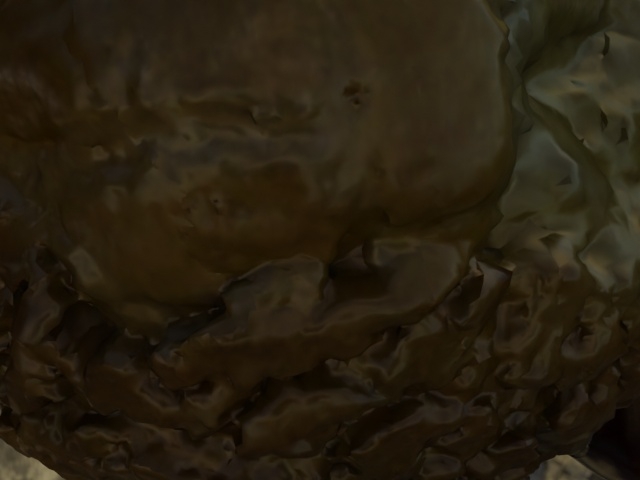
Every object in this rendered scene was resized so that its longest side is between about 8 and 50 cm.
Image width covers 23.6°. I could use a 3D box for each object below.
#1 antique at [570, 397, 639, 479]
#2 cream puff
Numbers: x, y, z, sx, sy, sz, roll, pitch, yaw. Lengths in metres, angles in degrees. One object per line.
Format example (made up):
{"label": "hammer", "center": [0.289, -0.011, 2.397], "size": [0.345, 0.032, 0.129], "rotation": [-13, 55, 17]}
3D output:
{"label": "antique", "center": [0.247, 0.092, 1.259], "size": [0.129, 0.278, 0.224], "rotation": [-18, 71, -13]}
{"label": "cream puff", "center": [0.000, 0.000, 0.607], "size": [0.327, 0.343, 0.231], "rotation": [-7, 89, -3]}
